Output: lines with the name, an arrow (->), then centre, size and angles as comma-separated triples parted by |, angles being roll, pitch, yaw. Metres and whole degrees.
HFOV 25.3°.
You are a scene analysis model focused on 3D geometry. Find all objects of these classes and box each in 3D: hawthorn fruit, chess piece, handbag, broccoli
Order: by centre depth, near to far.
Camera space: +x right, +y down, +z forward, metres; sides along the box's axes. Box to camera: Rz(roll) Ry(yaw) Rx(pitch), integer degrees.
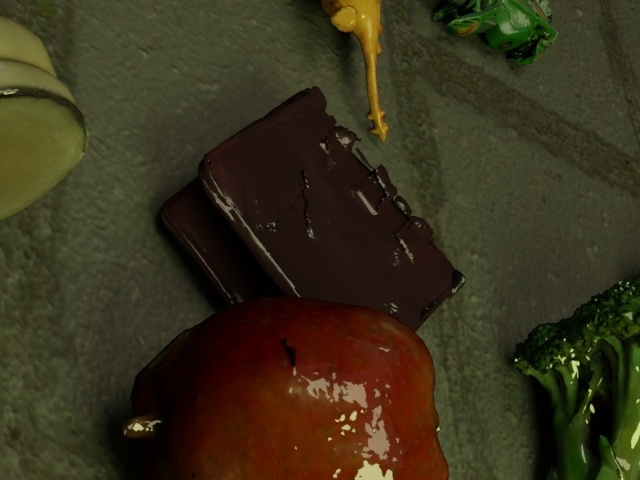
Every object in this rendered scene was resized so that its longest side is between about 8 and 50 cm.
hawthorn fruit -> -0.026, 0.119, 0.873 | 0.202, 0.185, 0.185 | 10, 51, -24
chess piece -> -0.249, -0.145, 0.885 | 0.143, 0.143, 0.261 | 3, 54, -47
handbag -> -0.002, 0.002, 1.081 | 0.203, 0.074, 0.216 | 51, 34, -2
broccoli -> 0.279, 0.163, 1.145 | 0.254, 0.269, 0.269 | 40, 37, -8

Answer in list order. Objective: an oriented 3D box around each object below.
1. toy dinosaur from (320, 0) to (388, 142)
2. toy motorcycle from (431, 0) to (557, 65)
toy dinosaur -> 0.022, -0.232, 1.290 | 0.117, 0.070, 0.288 | -86, 158, -81
toy motorcycle -> 0.188, -0.240, 1.508 | 0.190, 0.074, 0.106 | 11, 61, -43
